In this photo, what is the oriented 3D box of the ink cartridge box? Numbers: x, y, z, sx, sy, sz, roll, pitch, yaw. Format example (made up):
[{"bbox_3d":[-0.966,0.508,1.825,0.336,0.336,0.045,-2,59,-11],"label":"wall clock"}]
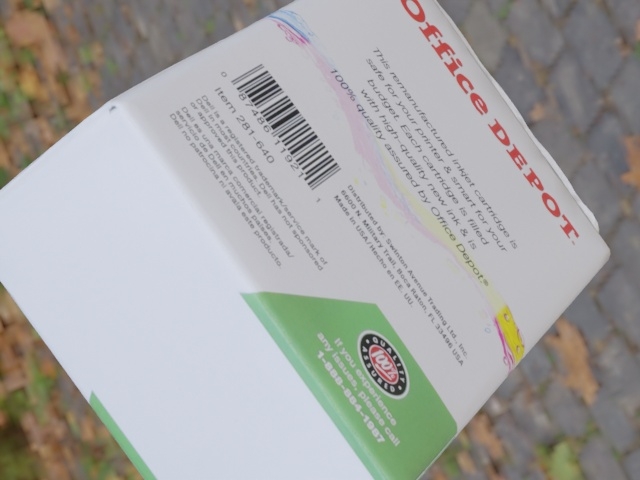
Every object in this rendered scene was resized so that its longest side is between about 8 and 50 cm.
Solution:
[{"bbox_3d":[0.000,0.000,0.835,0.117,0.278,0.201,-34,92,35],"label":"ink cartridge box"}]
